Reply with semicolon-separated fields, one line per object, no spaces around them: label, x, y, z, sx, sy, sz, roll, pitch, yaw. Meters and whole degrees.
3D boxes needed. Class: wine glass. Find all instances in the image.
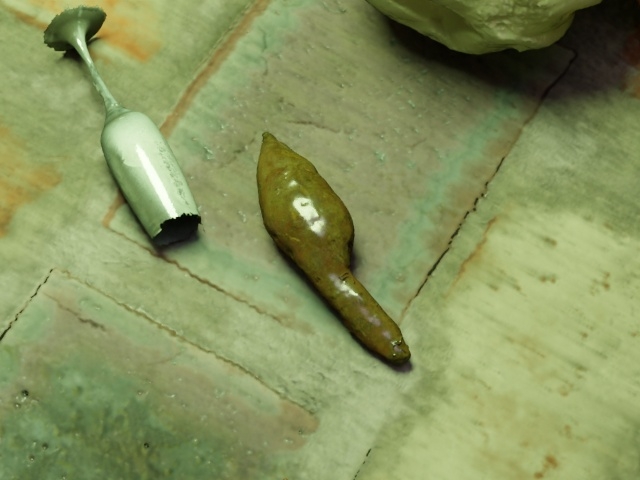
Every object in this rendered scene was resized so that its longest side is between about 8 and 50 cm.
wine glass;-0.185;-0.106;1.661;0.074;0.074;0.262;-24;67;-11

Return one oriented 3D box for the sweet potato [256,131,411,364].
sweet potato;0.000;0.002;1.600;0.075;0.075;0.269;-27;70;-12

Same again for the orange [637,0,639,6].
orange;0.388;-0.264;1.677;0.193;0.161;0.193;6;47;-7

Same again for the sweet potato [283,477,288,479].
sweet potato;-0.040;0.249;1.497;0.034;0.034;0.095;16;68;9

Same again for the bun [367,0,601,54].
bun;0.194;-0.330;1.655;0.211;0.360;0.359;38;63;-25
